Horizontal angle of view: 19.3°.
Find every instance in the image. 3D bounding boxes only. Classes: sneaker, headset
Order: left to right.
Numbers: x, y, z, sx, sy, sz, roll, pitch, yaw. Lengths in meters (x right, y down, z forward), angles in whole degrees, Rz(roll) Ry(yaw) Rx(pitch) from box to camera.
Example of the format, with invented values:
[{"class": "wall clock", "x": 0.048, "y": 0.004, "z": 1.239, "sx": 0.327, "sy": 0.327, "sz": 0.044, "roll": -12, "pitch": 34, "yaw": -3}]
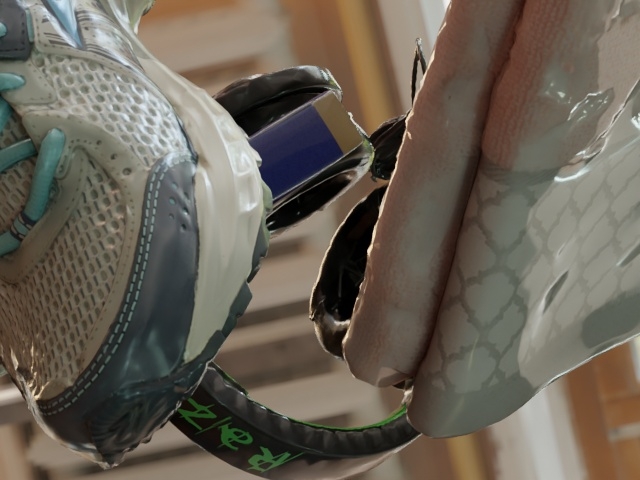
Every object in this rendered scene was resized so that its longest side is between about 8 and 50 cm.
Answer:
[{"class": "sneaker", "x": -0.110, "y": -0.048, "z": 0.590, "sx": 0.122, "sy": 0.110, "sz": 0.283, "roll": 24, "pitch": 30, "yaw": -38}, {"class": "headset", "x": 0.000, "y": 0.000, "z": 1.245, "sx": 0.243, "sy": 0.185, "sz": 0.394, "roll": 42, "pitch": 48, "yaw": -4}]

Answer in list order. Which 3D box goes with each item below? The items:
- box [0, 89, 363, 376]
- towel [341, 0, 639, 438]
[{"class": "box", "x": -0.097, "y": 0.010, "z": 0.900, "sx": 0.036, "sy": 0.225, "sz": 0.136, "roll": 59, "pitch": -26, "yaw": 2}, {"class": "towel", "x": 0.167, "y": -0.110, "z": 0.559, "sx": 0.053, "sy": 0.332, "sz": 0.317, "roll": 41, "pitch": -49, "yaw": 28}]
